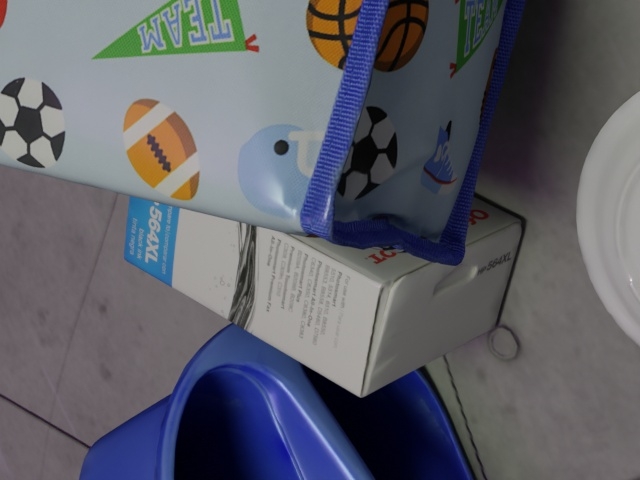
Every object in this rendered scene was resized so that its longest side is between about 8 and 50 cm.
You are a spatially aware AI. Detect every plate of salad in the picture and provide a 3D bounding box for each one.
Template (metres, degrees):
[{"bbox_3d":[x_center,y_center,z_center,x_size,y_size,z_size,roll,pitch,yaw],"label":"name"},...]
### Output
[{"bbox_3d":[0.237,-0.004,0.923,0.200,0.048,0.200,15,120,26],"label":"plate of salad"}]

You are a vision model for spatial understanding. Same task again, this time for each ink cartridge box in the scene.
[{"bbox_3d":[0.000,0.000,1.059,0.203,0.148,0.086,29,123,31],"label":"ink cartridge box"}]

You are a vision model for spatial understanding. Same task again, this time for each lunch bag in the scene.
[{"bbox_3d":[-0.045,-0.208,0.921,0.327,0.239,0.385,13,91,23],"label":"lunch bag"}]

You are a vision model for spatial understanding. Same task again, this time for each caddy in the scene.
[{"bbox_3d":[0.001,0.212,1.077,0.179,0.241,0.341,-24,90,50],"label":"caddy"}]
